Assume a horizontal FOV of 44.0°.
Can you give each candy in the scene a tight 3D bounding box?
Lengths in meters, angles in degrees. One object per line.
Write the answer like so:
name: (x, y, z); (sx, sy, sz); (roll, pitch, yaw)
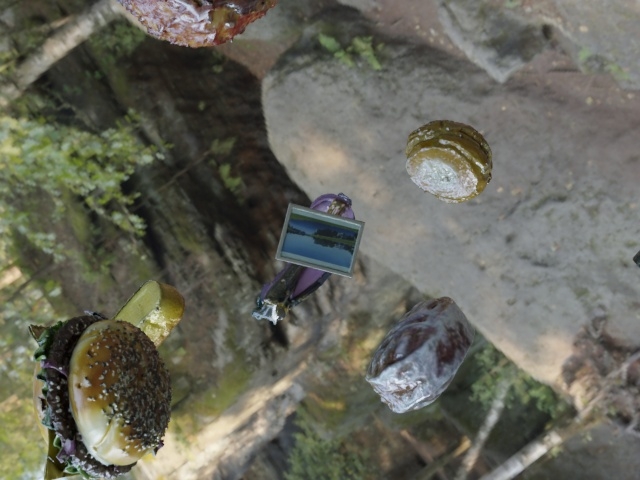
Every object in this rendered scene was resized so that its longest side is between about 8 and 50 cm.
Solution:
candy: (0.213, 0.238, 1.662); (0.214, 0.289, 0.157); (-34, 97, 39)

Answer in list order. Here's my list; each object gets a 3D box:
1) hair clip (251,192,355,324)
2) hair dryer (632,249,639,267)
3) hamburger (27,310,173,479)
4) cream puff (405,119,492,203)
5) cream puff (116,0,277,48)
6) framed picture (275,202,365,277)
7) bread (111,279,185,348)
hair clip: (-0.024, 0.038, 1.781); (0.110, 0.359, 0.096); (12, 144, 41)
hair dryer: (0.719, 0.035, 1.404); (0.248, 0.196, 0.078); (36, -160, 1)
hamburger: (-0.199, 0.144, 0.753); (0.189, 0.093, 0.164); (-5, -98, -78)
cream puff: (0.230, -0.145, 1.399); (0.165, 0.115, 0.150); (45, 139, -14)
cream puff: (-0.209, -0.468, 1.272); (0.350, 0.350, 0.228); (57, 150, -11)
framed picture: (0.000, 0.000, 1.477); (0.149, 0.109, 0.011); (14, 175, -5)
bread: (-0.386, 0.187, 1.644); (0.102, 0.245, 0.094); (48, -171, 37)
